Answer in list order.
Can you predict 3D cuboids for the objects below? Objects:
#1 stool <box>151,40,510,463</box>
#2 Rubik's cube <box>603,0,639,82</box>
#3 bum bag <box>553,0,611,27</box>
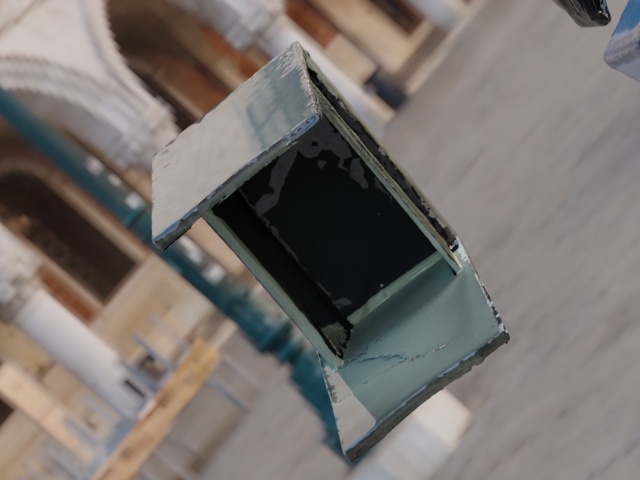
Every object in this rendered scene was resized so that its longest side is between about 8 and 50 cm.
[{"bbox_3d":[0.000,0.000,1.487,0.170,0.243,0.269,-39,17,7],"label":"stool"},{"bbox_3d":[0.427,-0.208,1.283,0.301,0.304,0.305,-65,5,-7],"label":"Rubik's cube"},{"bbox_3d":[0.180,-0.256,1.472,0.049,0.197,0.087,-39,32,-7],"label":"bum bag"}]
